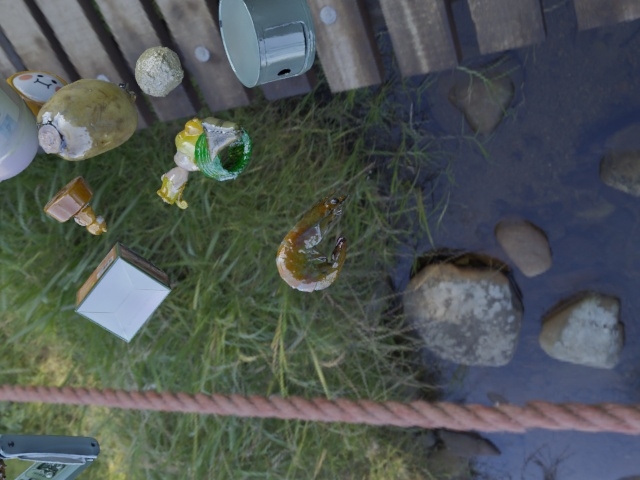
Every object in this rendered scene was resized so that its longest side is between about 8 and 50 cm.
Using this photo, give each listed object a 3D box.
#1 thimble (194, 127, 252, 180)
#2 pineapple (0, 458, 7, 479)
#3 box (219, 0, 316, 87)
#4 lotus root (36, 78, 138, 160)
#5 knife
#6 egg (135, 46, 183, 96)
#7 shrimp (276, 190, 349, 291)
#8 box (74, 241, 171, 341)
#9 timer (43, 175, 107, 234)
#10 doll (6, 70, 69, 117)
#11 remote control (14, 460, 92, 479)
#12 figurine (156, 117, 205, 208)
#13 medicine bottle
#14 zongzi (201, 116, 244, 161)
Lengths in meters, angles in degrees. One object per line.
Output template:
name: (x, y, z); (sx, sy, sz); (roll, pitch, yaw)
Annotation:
thimble: (-0.220, -0.202, 1.448); (0.090, 0.118, 0.130); (-2, 89, 47)
pineapple: (-0.662, 0.511, 1.186); (0.125, 0.251, 0.125); (-6, 118, -11)
box: (-0.127, -0.491, 1.504); (0.149, 0.226, 0.226); (-20, 134, -21)
lotus root: (-0.380, -0.214, 1.077); (0.118, 0.221, 0.125); (-9, 119, 39)
knife: (-0.411, 0.317, 0.966); (0.023, 0.044, 0.162); (-35, 144, 29)
egg: (-0.400, -0.419, 1.582); (0.116, 0.118, 0.140); (15, 145, -14)
shrimp: (0.000, 0.000, 1.401); (0.150, 0.248, 0.068); (34, 164, -18)
box: (-0.551, 0.141, 1.779); (0.177, 0.148, 0.195); (38, 92, -26)
timer: (-0.632, -0.074, 1.697); (0.132, 0.132, 0.152); (-24, 119, 34)
doll: (-0.766, -0.381, 1.773); (0.214, 0.236, 0.213); (5, 128, 6)
remote control: (-0.667, 0.588, 1.441); (0.128, 0.335, 0.065); (-4, 113, 34)
figurine: (-0.345, -0.210, 1.683); (0.131, 0.156, 0.246); (26, 104, -46)
medicine bottle: (-0.790, -0.268, 1.459); (0.236, 0.235, 0.406); (15, 163, 6)
zongzi: (-0.163, -0.164, 1.083); (0.076, 0.040, 0.083); (17, 123, 28)
